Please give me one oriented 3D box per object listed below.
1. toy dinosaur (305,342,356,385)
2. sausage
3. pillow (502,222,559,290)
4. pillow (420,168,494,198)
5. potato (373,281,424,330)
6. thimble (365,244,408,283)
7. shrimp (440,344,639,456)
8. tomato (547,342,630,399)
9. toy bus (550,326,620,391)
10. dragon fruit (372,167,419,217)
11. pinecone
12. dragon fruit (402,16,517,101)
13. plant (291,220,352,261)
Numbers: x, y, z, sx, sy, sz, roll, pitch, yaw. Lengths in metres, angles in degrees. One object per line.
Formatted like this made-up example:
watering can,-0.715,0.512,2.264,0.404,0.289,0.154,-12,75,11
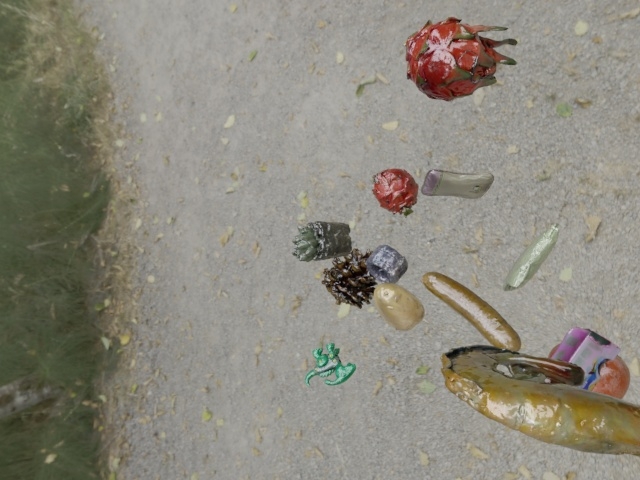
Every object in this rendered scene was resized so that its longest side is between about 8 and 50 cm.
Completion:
toy dinosaur,0.019,0.307,0.999,0.132,0.059,0.096,-30,43,9
sausage,0.666,0.302,1.846,0.136,0.123,0.501,-38,65,-21
pillow,0.799,0.079,1.588,0.076,0.281,0.274,36,92,19
pillow,0.463,-0.190,1.422,0.232,0.131,0.038,6,51,-3
potato,0.245,0.213,1.318,0.161,0.235,0.128,25,76,21
thimble,0.252,0.095,1.586,0.150,0.150,0.098,26,65,37
shrimp,0.248,0.160,0.439,0.253,0.173,0.058,10,100,-5
tomato,0.985,0.504,1.554,0.264,0.265,0.265,-11,70,32
toy bus,0.659,0.358,1.098,0.274,0.112,0.090,-52,9,-6
dragon fruit,0.301,-0.198,1.652,0.172,0.172,0.209,-36,99,21
pinecone,0.128,0.153,1.756,0.243,0.243,0.257,1,75,35
dragon fruit,0.326,-0.433,1.010,0.274,0.192,0.193,20,67,12
plant,0.000,0.000,1.358,0.129,0.194,0.132,166,98,-71
